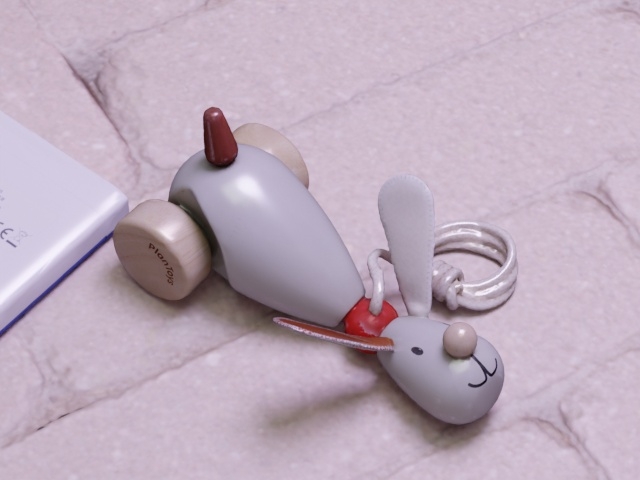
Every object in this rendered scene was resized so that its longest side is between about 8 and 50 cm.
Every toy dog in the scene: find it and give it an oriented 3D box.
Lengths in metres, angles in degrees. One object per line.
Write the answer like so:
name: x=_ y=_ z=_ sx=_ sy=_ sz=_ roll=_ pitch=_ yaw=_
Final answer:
toy dog: x=0.000 y=0.000 z=1.373 sx=0.334 sy=0.161 sz=0.220 roll=15 pitch=53 yaw=8

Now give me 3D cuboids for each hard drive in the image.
hard drive: x=-0.339 y=0.017 z=1.416 sx=0.210 sy=0.040 sz=0.319 roll=33 pitch=57 yaw=20
